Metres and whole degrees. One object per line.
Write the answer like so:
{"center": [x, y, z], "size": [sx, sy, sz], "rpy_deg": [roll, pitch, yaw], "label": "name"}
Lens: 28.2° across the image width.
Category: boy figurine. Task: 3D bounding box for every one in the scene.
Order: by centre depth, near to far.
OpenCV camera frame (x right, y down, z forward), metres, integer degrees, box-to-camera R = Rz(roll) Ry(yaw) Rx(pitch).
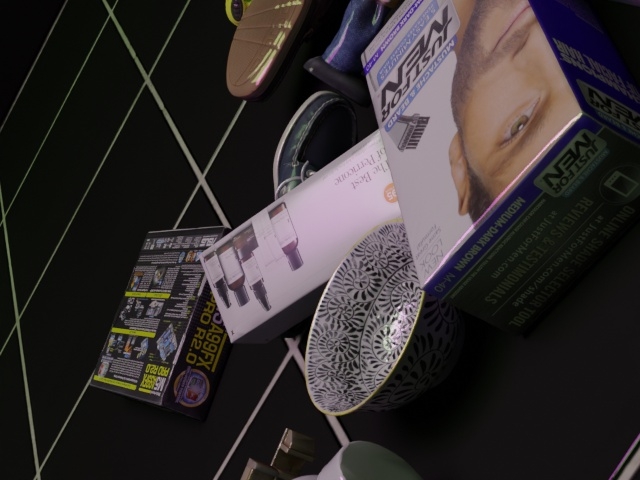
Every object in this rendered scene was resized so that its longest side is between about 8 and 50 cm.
{"center": [0.085, -0.282, 1.319], "size": [0.285, 0.092, 0.177], "rpy_deg": [-58, 2, 8], "label": "boy figurine"}

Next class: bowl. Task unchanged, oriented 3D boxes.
{"center": [0.066, 0.076, 1.047], "size": [0.170, 0.080, 0.170], "rpy_deg": [-45, 31, 37], "label": "bowl"}

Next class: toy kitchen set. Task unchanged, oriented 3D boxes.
{"center": [-0.012, 0.205, 1.078], "size": [0.075, 0.083, 0.068], "rpy_deg": [15, 82, 65], "label": "toy kitchen set"}

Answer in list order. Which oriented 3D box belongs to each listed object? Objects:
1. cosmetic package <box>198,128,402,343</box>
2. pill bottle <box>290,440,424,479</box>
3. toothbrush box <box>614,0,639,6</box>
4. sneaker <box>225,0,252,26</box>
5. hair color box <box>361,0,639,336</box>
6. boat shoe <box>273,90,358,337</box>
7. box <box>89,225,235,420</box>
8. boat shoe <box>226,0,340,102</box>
{"center": [0.000, 0.000, 1.169], "size": [0.239, 0.060, 0.099], "rpy_deg": [-34, 70, 29], "label": "cosmetic package"}
{"center": [-0.010, 0.259, 0.976], "size": [0.221, 0.124, 0.124], "rpy_deg": [-54, 27, 24], "label": "pill bottle"}
{"center": [0.172, -0.279, 0.914], "size": [0.122, 0.283, 0.206], "rpy_deg": [-63, 25, 7], "label": "toothbrush box"}
{"center": [-0.038, -0.414, 1.701], "size": [0.123, 0.109, 0.296], "rpy_deg": [-179, 112, -88], "label": "sneaker"}
{"center": [0.144, -0.110, 1.031], "size": [0.185, 0.110, 0.339], "rpy_deg": [-50, 30, 28], "label": "hair color box"}
{"center": [-0.011, -0.026, 1.273], "size": [0.079, 0.095, 0.255], "rpy_deg": [11, 80, 65], "label": "boat shoe"}
{"center": [-0.178, 0.095, 1.537], "size": [0.270, 0.060, 0.216], "rpy_deg": [-4, 65, 63], "label": "box"}
{"center": [-0.022, -0.285, 1.537], "size": [0.102, 0.092, 0.285], "rpy_deg": [6, 69, 44], "label": "boat shoe"}
